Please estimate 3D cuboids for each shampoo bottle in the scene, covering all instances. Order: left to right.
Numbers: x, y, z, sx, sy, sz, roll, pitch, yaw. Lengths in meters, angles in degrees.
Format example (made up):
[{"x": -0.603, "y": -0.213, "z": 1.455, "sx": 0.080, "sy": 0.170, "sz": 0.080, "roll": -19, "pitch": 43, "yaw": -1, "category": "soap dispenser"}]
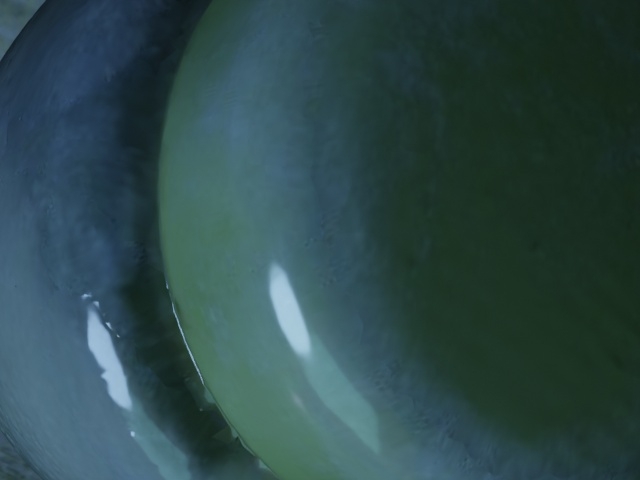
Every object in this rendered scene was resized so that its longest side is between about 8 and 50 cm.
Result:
[{"x": 0.000, "y": 0.000, "z": 0.799, "sx": 0.322, "sy": 0.322, "sz": 0.317, "roll": 38, "pitch": 152, "yaw": -25, "category": "shampoo bottle"}]
